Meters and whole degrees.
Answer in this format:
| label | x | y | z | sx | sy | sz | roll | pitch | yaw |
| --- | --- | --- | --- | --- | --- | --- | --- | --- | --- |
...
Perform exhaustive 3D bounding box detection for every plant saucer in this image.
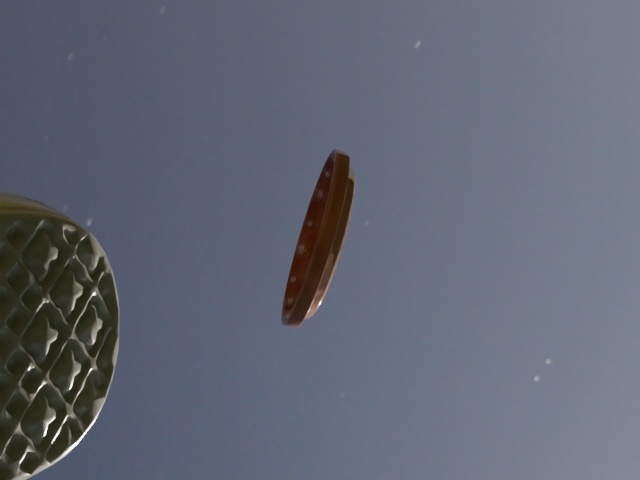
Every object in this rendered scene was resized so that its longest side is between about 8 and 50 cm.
| label | x | y | z | sx | sy | sz | roll | pitch | yaw |
| --- | --- | --- | --- | --- | --- | --- | --- | --- | --- |
| plant saucer | 0.000 | 0.000 | 0.497 | 0.013 | 0.083 | 0.083 | 17 | -139 | -6 |

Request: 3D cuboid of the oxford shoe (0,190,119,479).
| label | x | y | z | sx | sy | sz | roll | pitch | yaw |
| --- | --- | --- | --- | --- | --- | --- | --- | --- | --- |
| oxford shoe | -0.238 | 0.042 | 0.313 | 0.130 | 0.169 | 0.449 | 6 | -176 | 26 |
